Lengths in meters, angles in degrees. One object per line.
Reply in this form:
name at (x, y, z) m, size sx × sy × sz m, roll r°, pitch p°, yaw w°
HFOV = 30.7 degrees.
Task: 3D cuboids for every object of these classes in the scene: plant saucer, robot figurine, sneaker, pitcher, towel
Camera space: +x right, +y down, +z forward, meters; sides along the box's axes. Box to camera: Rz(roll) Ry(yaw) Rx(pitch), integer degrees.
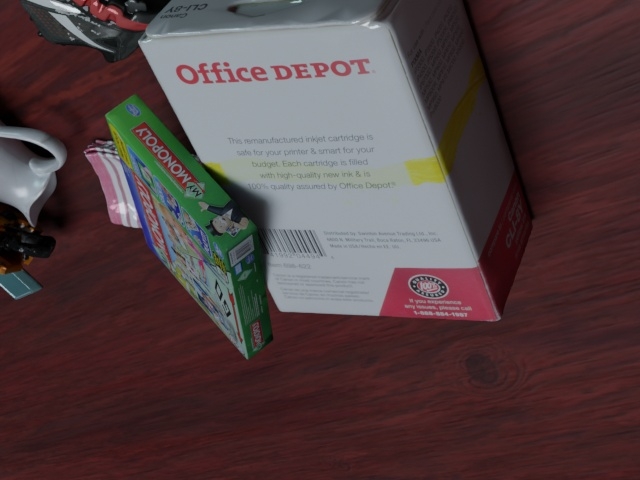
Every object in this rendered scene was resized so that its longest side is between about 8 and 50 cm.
plant saucer at (-0.515, 0.022, 1.795) m, size 0.067 × 0.018 × 0.192 m, roll -20°, pitch 122°, yaw 43°
robot figurine at (-0.489, -0.016, 1.567) m, size 0.211 × 0.085 × 0.291 m, roll 26°, pitch -175°, yaw 19°
sneaker at (-0.297, -0.286, 1.258) m, size 0.276 × 0.098 × 0.135 m, roll 31°, pitch 139°, yaw -5°
pitcher at (-0.436, -0.120, 1.510) m, size 0.207 × 0.125 × 0.178 m, roll 27°, pitch 142°, yaw -12°
towel at (-0.202, -0.058, 1.509) m, size 0.197 × 0.029 × 0.144 m, roll 10°, pitch 139°, yaw 22°

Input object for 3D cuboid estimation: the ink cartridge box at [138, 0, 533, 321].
ink cartridge box at (0.032, -0.106, 1.208) m, size 0.279 × 0.160 × 0.385 m, roll 2°, pitch 135°, yaw 31°

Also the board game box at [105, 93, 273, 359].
board game box at (-0.144, -0.004, 1.348) m, size 0.213 × 0.046 × 0.317 m, roll 46°, pitch 163°, yaw 20°
